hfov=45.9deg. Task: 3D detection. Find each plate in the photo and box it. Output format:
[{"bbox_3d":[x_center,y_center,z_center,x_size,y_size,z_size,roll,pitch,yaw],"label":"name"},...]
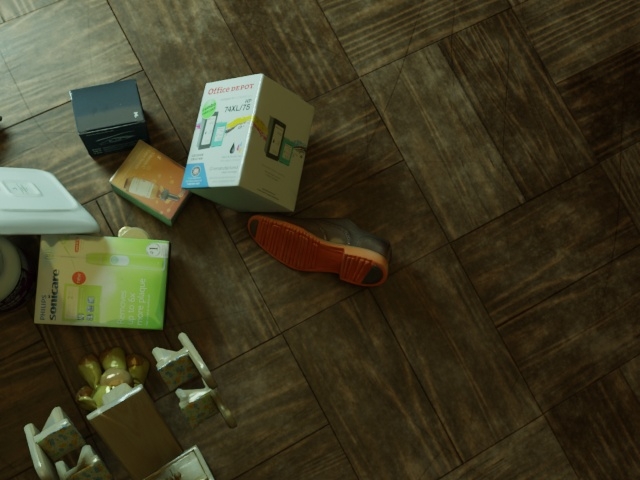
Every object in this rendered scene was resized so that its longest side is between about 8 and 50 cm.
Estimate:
[{"bbox_3d":[-0.657,-0.097,1.644,0.278,0.277,0.045,-2,122,-44],"label":"plate"}]

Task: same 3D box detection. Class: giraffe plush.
[{"bbox_3d":[-0.464,0.343,1.687,0.182,0.170,0.210,-14,83,-12],"label":"giraffe plush"}]

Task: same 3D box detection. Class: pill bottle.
[{"bbox_3d":[-0.720,0.067,1.621,0.169,0.301,0.169,1,81,-9],"label":"pill bottle"}]

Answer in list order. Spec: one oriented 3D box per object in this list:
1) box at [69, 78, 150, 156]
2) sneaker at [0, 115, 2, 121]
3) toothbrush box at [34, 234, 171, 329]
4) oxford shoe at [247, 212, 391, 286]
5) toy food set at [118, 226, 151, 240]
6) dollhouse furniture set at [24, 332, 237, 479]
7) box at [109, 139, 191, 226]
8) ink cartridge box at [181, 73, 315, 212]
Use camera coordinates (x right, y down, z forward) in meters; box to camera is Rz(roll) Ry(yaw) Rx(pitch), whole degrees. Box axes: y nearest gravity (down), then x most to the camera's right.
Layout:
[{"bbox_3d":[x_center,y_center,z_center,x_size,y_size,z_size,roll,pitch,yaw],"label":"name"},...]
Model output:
[{"bbox_3d":[-0.488,-0.283,1.771,0.153,0.207,0.108,-13,83,-12],"label":"box"},{"bbox_3d":[-0.879,-0.234,1.749,0.276,0.097,0.135,-41,92,-12],"label":"sneaker"},{"bbox_3d":[-0.494,0.093,1.740,0.284,0.122,0.206,5,88,-8],"label":"toothbrush box"},{"bbox_3d":[0.000,0.000,1.875,0.364,0.130,0.132,21,45,1],"label":"oxford shoe"},{"bbox_3d":[-0.451,0.009,1.824,0.083,0.020,0.082,9,79,-9],"label":"toy food set"},{"bbox_3d":[-0.326,0.470,1.545,0.362,0.256,0.394,-30,130,-14],"label":"dollhouse furniture set"},{"bbox_3d":[-0.398,-0.137,1.822,0.171,0.091,0.130,32,77,-3],"label":"box"},{"bbox_3d":[-0.167,-0.222,1.787,0.197,0.198,0.269,24,72,-48],"label":"ink cartridge box"}]
